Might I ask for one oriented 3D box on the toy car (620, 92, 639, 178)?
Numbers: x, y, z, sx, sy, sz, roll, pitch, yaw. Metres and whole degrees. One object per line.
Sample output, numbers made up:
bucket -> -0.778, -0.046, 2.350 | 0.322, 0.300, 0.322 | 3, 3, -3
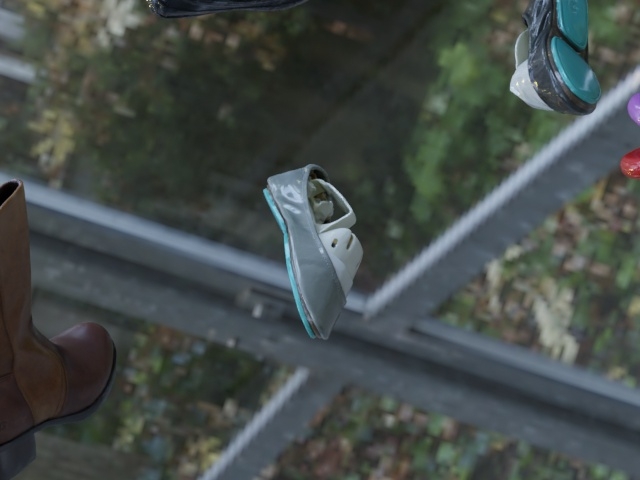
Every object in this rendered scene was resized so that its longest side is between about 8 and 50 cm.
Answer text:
toy car -> 0.326, -0.086, 1.462 | 0.159, 0.136, 0.182 | -32, -46, -60

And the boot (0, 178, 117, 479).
boot -> -0.304, 0.066, 1.731 | 0.264, 0.096, 0.280 | -39, -47, -47

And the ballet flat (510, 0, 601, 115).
ballet flat -> 0.279, -0.212, 2.056 | 0.096, 0.095, 0.280 | -40, 21, 29

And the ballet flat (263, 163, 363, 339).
ballet flat -> 0.000, 0.000, 1.420 | 0.213, 0.068, 0.072 | -108, -5, -56

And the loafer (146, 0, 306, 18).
loafer -> -0.069, -0.271, 1.741 | 0.078, 0.223, 0.076 | -29, 76, 66
